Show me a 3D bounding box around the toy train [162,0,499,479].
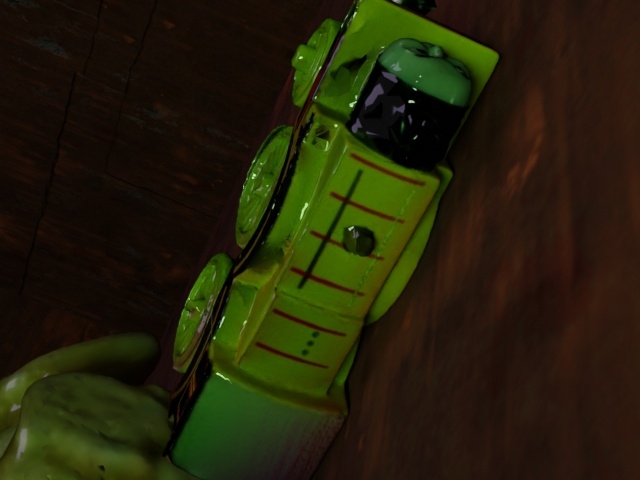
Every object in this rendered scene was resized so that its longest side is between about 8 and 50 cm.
[{"bbox_3d":[0.000,0.000,0.490,0.296,0.100,0.160,-63,18,21],"label":"toy train"}]

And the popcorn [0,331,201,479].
[{"bbox_3d":[-0.179,0.242,0.578,0.334,0.293,0.292,-34,-18,20],"label":"popcorn"}]
